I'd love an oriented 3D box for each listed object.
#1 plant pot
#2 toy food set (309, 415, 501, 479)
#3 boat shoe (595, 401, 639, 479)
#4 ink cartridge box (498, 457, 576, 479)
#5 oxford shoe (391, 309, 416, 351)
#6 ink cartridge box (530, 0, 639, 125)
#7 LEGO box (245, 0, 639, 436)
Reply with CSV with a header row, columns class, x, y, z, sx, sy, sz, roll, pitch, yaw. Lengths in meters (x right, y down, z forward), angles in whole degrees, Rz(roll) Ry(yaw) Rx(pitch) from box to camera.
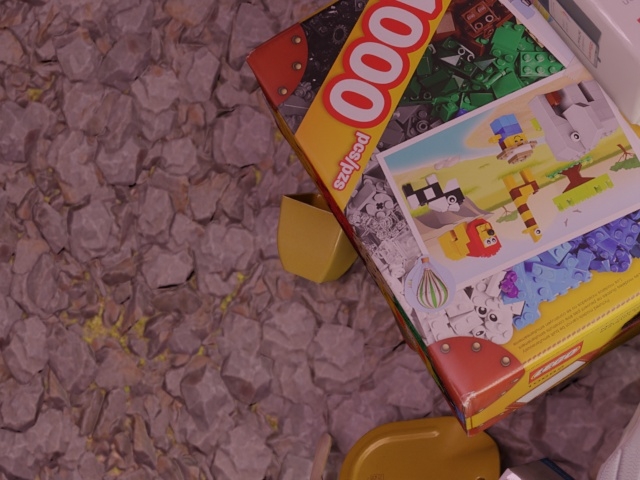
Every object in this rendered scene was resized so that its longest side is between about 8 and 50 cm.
class,x,y,z,sx,sy,sz,roll,pitch,yaw
plant pot,0.000,0.000,1.480,0.081,0.081,0.083,20,103,24
toy food set,0.094,0.259,1.426,0.218,0.071,0.128,-8,59,24
boat shoe,0.336,0.168,1.188,0.121,0.119,0.335,35,132,33
ink cartridge box,0.189,0.273,1.315,0.061,0.181,0.104,38,101,22
oxford shoe,0.118,-0.081,1.427,0.146,0.140,0.397,-8,73,-12
ink cartridge box,0.277,-0.243,1.099,0.207,0.119,0.353,-34,73,-5
LEGO box,0.245,-0.117,1.232,0.500,0.193,0.372,-32,73,-3
